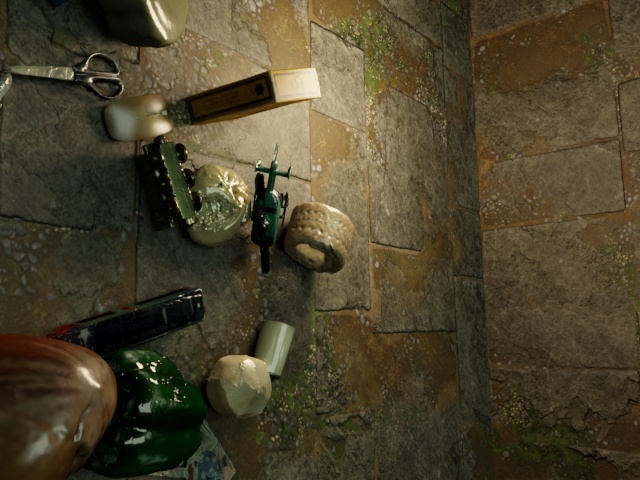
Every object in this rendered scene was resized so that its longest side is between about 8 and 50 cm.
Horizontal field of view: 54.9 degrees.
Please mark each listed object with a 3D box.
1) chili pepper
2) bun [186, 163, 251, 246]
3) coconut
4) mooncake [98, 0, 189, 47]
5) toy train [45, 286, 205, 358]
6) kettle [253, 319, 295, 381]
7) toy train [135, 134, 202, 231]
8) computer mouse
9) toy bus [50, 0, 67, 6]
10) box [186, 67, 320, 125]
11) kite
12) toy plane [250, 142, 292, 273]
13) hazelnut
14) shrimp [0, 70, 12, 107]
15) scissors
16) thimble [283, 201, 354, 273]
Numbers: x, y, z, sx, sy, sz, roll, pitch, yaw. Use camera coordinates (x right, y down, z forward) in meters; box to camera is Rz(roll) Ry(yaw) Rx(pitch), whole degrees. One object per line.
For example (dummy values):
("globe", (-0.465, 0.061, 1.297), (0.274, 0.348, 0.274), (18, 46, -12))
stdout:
("chili pepper", (-0.374, 0.372, 1.287), (0.256, 0.233, 0.249), (24, 93, -52))
("bun", (-0.266, -0.097, 1.615), (0.210, 0.116, 0.237), (55, 43, -32))
("coconut", (-0.203, 0.372, 1.578), (0.161, 0.162, 0.161), (11, 76, -51))
("mooncake", (-0.417, -0.587, 1.450), (0.275, 0.135, 0.275), (1, 90, -76))
("toy train", (-0.434, 0.193, 1.375), (0.409, 0.089, 0.086), (-17, 105, -51))
("kettle", (-0.140, 0.313, 1.741), (0.098, 0.127, 0.148), (20, 67, -14))
("toy train", (-0.367, -0.134, 1.479), (0.090, 0.137, 0.226), (-21, 97, -44))
("computer mouse", (-0.432, -0.298, 1.494), (0.199, 0.044, 0.102), (-27, 108, -50))
("toy bus", (-0.590, -0.603, 1.307), (0.185, 0.090, 0.106), (47, 52, -38))
("box", (-0.177, -0.379, 1.623), (0.193, 0.301, 0.084), (-26, 106, -51))
("kite", (-0.310, 0.573, 1.511), (0.314, 0.011, 0.335), (27, 57, -52))
("toy plane", (-0.140, -0.099, 1.665), (0.155, 0.106, 0.382), (-82, -175, -54))
("hazelnut", (-0.525, 0.311, 1.031), (0.372, 0.372, 0.315), (-51, 121, -43))
("shrimp", (-0.672, -0.249, 1.161), (0.090, 0.079, 0.233), (52, 52, -28))
("scissors", (-0.554, -0.363, 1.346), (0.300, 0.022, 0.109), (-19, 99, -57))
("thimble", (-0.006, -0.003, 1.876), (0.229, 0.196, 0.148), (77, 28, -61))
